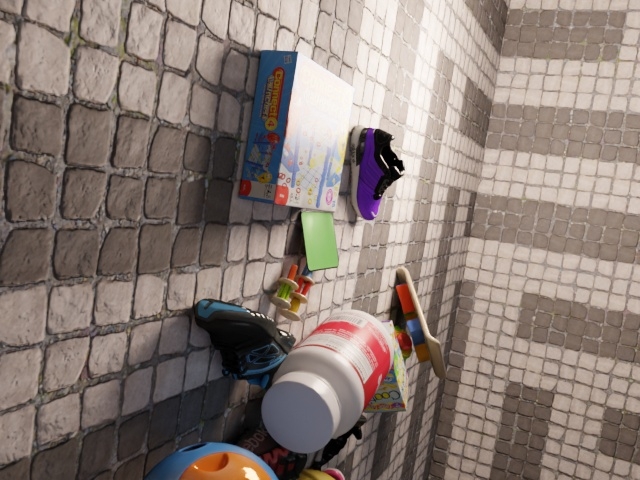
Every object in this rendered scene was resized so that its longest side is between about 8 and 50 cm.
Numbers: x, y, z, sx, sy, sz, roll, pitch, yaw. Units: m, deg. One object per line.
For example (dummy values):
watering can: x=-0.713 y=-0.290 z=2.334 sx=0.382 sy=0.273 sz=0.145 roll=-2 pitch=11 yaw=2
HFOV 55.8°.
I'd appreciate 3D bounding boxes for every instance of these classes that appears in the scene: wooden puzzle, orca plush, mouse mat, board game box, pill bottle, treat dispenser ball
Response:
wooden puzzle: x=0.360 y=0.317 z=2.259 sx=0.322 sy=0.081 sz=0.347 roll=68 pitch=2 yaw=-50
orca plush: x=0.070 y=0.579 z=1.822 sx=0.287 sy=0.102 sz=0.151 roll=-59 pitch=148 yaw=-16
mouse mat: x=0.000 y=0.000 z=1.547 sx=0.190 sy=0.007 sz=0.152 roll=-2 pitch=85 yaw=-63
board game box: x=-0.041 y=-0.223 z=1.324 sx=0.308 sy=0.086 sz=0.301 roll=0 pitch=100 yaw=-65
pill bottle: x=0.023 y=0.338 z=1.488 sx=0.408 sy=0.229 sz=0.228 roll=-31 pitch=128 yaw=-64
treat dispenser ball: x=-0.195 y=0.503 z=1.052 sx=0.288 sy=0.288 sz=0.288 roll=-37 pitch=132 yaw=-56
board game box: x=0.183 y=0.404 z=1.913 sx=0.144 sy=0.142 sz=0.275 roll=-77 pitch=154 yaw=-50

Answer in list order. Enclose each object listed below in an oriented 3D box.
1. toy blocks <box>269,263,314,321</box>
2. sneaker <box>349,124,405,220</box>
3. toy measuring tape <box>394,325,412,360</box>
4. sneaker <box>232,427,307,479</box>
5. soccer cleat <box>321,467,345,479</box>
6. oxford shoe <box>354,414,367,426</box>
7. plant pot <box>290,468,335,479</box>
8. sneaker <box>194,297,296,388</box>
toy blocks: x=-0.059 y=0.104 z=1.459 sx=0.148 sy=0.054 sz=0.123 roll=-68 pitch=151 yaw=-26
sneaker: x=0.167 y=-0.178 z=1.715 sx=0.102 sy=0.146 sz=0.293 roll=-49 pitch=141 yaw=-48
toy measuring tape: x=0.252 y=0.411 z=2.170 sx=0.330 sy=0.122 sz=0.121 roll=-34 pitch=130 yaw=-57
sneaker: x=-0.166 y=0.485 z=1.341 sx=0.276 sy=0.135 sz=0.097 roll=5 pitch=109 yaw=-42
soccer cleat: x=0.017 y=0.835 z=1.881 sx=0.143 sy=0.116 sz=0.331 roll=-47 pitch=145 yaw=-75
oxford shoe: x=0.033 y=0.524 z=1.738 sx=0.227 sy=0.083 sz=0.096 roll=12 pitch=98 yaw=-31
plant pot: x=-0.094 y=0.662 z=1.419 sx=0.239 sy=0.254 sz=0.253 roll=33 pitch=69 yaw=-47
sneaker: x=-0.152 y=0.215 z=1.223 sx=0.139 sy=0.125 sz=0.341 roll=-67 pitch=151 yaw=-14
